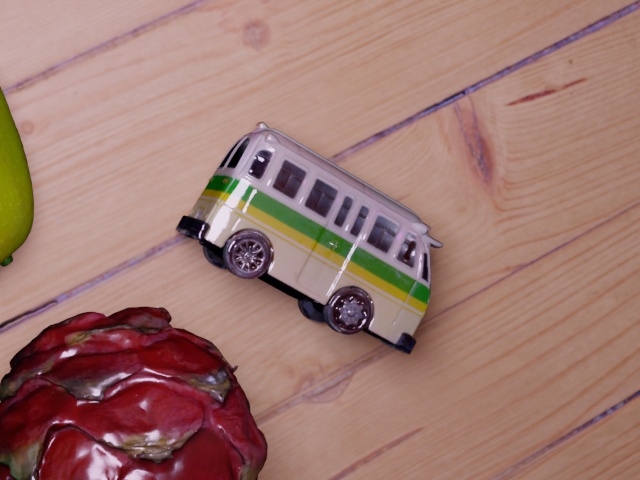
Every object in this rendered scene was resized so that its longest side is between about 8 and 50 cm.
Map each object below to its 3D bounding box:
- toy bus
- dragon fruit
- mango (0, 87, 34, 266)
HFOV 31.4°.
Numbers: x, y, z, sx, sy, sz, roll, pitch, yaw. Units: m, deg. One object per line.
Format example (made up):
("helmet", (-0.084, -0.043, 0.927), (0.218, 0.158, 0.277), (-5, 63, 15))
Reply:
("toy bus", (0.000, 0.000, 1.390), (0.305, 0.143, 0.179), (30, 85, -16))
("dragon fruit", (-0.220, 0.231, 1.264), (0.329, 0.329, 0.329), (-2, 96, -17))
("mango", (-0.430, -0.120, 1.238), (0.192, 0.156, 0.343), (-24, 101, -42))
